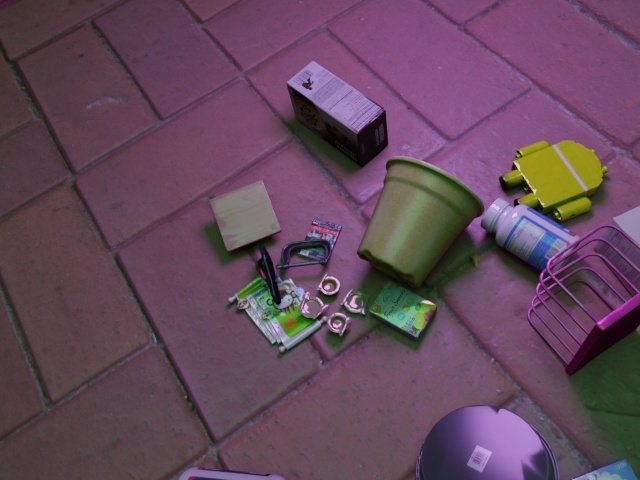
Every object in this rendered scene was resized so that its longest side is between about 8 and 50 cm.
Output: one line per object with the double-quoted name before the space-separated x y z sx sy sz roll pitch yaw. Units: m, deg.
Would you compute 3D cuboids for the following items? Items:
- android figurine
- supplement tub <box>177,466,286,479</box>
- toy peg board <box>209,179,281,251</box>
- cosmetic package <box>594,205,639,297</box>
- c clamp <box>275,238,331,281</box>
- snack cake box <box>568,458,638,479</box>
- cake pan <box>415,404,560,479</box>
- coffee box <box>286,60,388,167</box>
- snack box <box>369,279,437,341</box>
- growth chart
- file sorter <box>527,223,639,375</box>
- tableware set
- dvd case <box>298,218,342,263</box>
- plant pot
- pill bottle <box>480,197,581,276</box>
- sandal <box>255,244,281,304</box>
"android figurine" 0.637 -0.172 1.514 0.272 0.056 0.248 -23 61 -2
"supplement tub" -0.168 0.585 1.168 0.272 0.191 0.191 1 63 11
"toy peg board" -0.209 -0.062 1.597 0.161 0.079 0.161 -21 77 -2
"cosmetic package" 0.797 0.082 1.296 0.113 0.160 0.310 -23 62 -5
"c clamp" -0.046 0.051 1.503 0.160 0.022 0.137 -11 43 2
"snack cake box" 0.523 0.563 1.124 0.264 0.089 0.152 -21 62 -2
"cake pan" 0.339 0.468 1.165 0.293 0.054 0.293 -14 39 11
"coffee box" 0.052 -0.374 1.655 0.119 0.168 0.297 -43 65 -13
"snack box" 0.208 0.177 1.410 0.141 0.037 0.100 28 69 22
"growth chart" -0.109 0.178 1.473 0.172 0.021 0.237 -42 64 -14
"file sorter" 0.594 0.128 1.231 0.202 0.291 0.182 -31 59 -8
"tableware set" 0.035 0.164 1.443 0.168 0.020 0.141 28 62 18
"dvd case" 0.000 0.000 1.553 0.087 0.013 0.120 15 65 17
"plant pot" 0.228 -0.030 1.410 0.276 0.276 0.254 27 81 21
"pill bottle" 0.524 -0.014 1.411 0.221 0.124 0.124 37 74 25
"sandal" -0.145 0.090 1.478 0.040 0.067 0.179 -21 63 9
